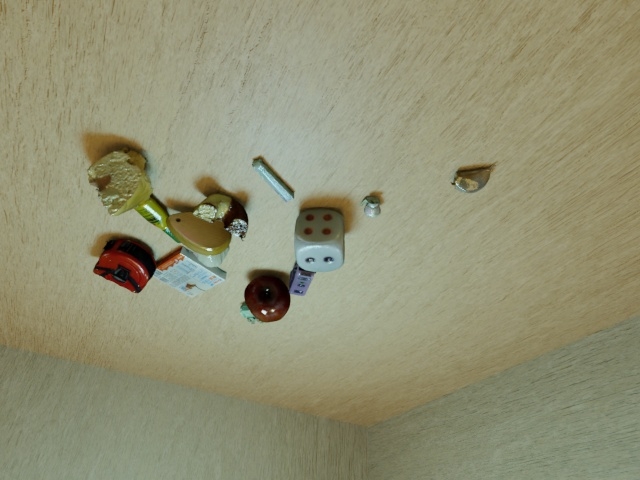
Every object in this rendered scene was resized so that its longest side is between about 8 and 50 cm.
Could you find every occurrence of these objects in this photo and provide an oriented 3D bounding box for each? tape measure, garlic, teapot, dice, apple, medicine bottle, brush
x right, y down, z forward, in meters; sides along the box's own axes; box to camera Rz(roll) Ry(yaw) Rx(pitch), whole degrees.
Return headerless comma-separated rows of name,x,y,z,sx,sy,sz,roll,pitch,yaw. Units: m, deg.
tape measure,-0.874,0.109,1.913,0.253,0.114,0.260,31,132,-13
garlic,0.532,-0.204,1.483,0.152,0.066,0.084,-6,138,15
teapot,0.190,-0.132,1.611,0.083,0.064,0.064,26,138,23
dice,0.000,0.000,1.677,0.191,0.193,0.194,-1,142,3
apple,-0.245,0.281,2.023,0.233,0.234,0.234,2,141,2
medicine bottle,-0.644,-0.081,1.729,0.094,0.064,0.260,-14,138,20
brush,-0.494,-0.017,1.725,0.266,0.174,0.166,22,148,-9

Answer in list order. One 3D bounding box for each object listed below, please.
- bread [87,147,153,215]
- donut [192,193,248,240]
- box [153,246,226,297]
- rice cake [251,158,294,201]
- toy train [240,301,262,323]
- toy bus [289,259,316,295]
bread,-0.690,-0.216,1.519,0.211,0.224,0.184,-42,99,-6
donut,-0.364,-0.109,1.619,0.217,0.141,0.085,25,126,-24
box,-0.633,0.159,2.033,0.273,0.048,0.265,-26,131,31
rice cake,-0.171,-0.216,1.549,0.043,0.034,0.211,-24,133,25
toy train,-0.324,0.377,2.255,0.193,0.081,0.125,-7,135,15
toy bus,-0.086,0.165,1.949,0.096,0.108,0.199,12,140,-10
